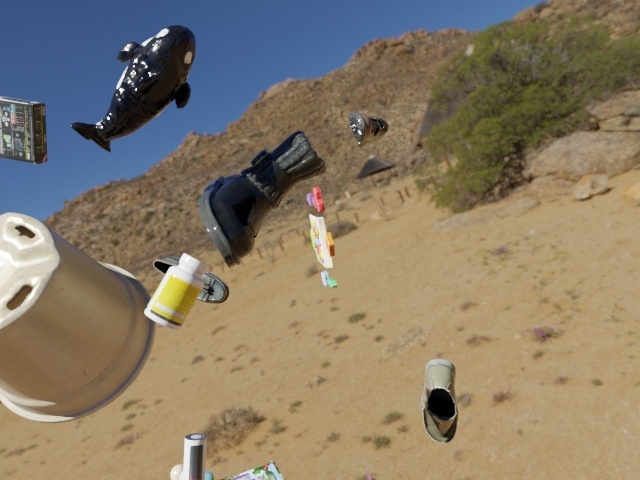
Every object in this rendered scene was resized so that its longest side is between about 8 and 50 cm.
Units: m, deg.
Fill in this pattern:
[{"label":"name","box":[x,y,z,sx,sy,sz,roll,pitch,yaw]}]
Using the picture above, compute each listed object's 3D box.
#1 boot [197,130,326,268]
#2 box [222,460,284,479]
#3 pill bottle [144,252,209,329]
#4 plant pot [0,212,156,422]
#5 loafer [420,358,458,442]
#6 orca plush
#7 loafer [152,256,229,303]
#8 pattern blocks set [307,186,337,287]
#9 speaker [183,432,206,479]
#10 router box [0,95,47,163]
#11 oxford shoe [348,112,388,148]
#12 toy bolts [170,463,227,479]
[{"label":"boot","box":[-0.108,-0.103,1.080,0.260,0.131,0.348,-25,30,5]},{"label":"box","box":[-0.104,0.520,0.831,0.201,0.057,0.293,-6,37,-33]},{"label":"pill bottle","box":[-0.232,0.082,0.855,0.116,0.065,0.065,-62,10,-7]},{"label":"plant pot","box":[-0.503,0.120,0.920,0.334,0.333,0.305,-21,-29,-9]},{"label":"loafer","box":[0.278,0.397,1.233,0.094,0.251,0.087,-1,30,17]},{"label":"orca plush","box":[-0.347,-0.285,0.961,0.287,0.151,0.102,-31,13,6]},{"label":"loafer","box":[-0.415,0.127,1.642,0.268,0.096,0.084,23,2,21]},{"label":"pattern blocks set","box":[0.000,0.000,1.732,0.026,0.324,0.285,-13,-3,-11]},{"label":"speaker","box":[-0.314,0.558,1.301,0.055,0.136,0.055,3,-3,0]},{"label":"router box","box":[-0.602,-0.221,1.045,0.092,0.122,0.038,11,19,8]},{"label":"oxford shoe","box":[0.128,-0.302,1.365,0.096,0.082,0.227,-19,3,8]},{"label":"toy bolts","box":[-0.401,0.796,1.620,0.228,0.158,0.218,-44,17,44]}]
